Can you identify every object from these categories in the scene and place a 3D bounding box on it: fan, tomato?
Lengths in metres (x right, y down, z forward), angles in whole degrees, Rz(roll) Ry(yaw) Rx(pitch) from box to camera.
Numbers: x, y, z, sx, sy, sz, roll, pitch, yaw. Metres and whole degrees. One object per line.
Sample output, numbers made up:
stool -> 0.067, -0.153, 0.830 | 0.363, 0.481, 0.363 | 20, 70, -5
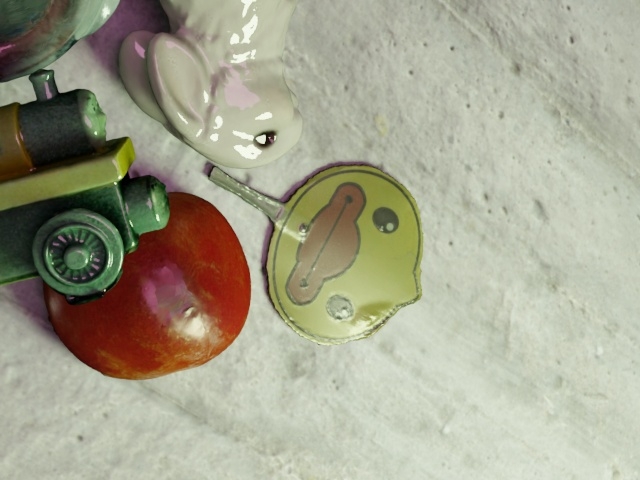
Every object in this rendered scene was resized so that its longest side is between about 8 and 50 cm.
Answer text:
fan -> 0.000, 0.000, 1.411 | 0.335, 0.011, 0.230 | 30, 82, -26
tomato -> -0.172, 0.054, 1.257 | 0.233, 0.139, 0.200 | -21, 102, -23

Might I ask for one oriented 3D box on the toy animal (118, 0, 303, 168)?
toy animal -> -0.114, -0.248, 1.235 | 0.257, 0.194, 0.357 | -15, 111, -46

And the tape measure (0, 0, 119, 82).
tape measure -> -0.324, -0.279, 1.095 | 0.275, 0.147, 0.256 | -22, 141, -8

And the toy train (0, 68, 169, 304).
toy train -> -0.335, -0.044, 1.104 | 0.368, 0.150, 0.237 | -14, 105, 2
